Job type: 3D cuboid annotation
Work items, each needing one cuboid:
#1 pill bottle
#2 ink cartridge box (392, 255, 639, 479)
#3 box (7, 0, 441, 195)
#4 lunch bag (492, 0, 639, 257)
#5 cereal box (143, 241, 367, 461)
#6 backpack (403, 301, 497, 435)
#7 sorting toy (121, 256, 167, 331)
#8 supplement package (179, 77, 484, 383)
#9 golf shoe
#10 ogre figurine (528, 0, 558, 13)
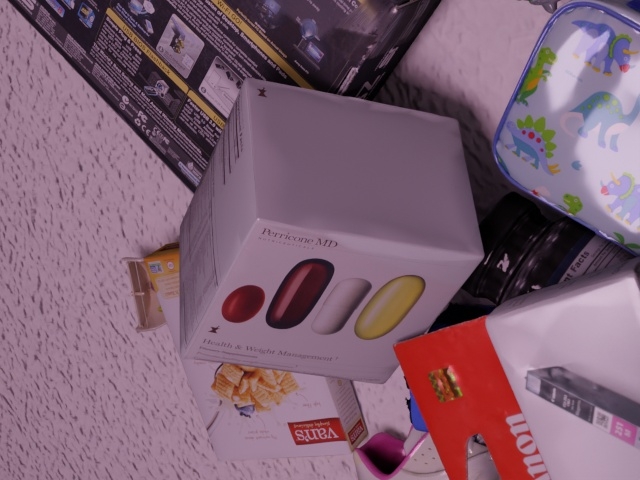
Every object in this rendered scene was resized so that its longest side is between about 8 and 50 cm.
[{"bbox_3d":[0.223,0.056,0.987,0.219,0.123,0.123,35,123,18],"label":"pill bottle"},{"bbox_3d":[0.192,0.176,0.931,0.239,0.060,0.275,-22,92,32],"label":"ink cartridge box"},{"bbox_3d":[-0.117,-0.237,1.092,0.395,0.097,0.318,45,135,11],"label":"box"},{"bbox_3d":[0.258,-0.085,0.930,0.219,0.090,0.176,33,124,19],"label":"lunch bag"},{"bbox_3d":[-0.066,0.109,1.230,0.173,0.047,0.240,-10,106,32],"label":"cereal box"},{"bbox_3d":[0.132,0.116,1.070,0.101,0.120,0.098,2,108,31],"label":"backpack"},{"bbox_3d":[-0.164,0.052,1.292,0.075,0.045,0.083,-1,107,25],"label":"sorting toy"},{"bbox_3d":[0.000,0.000,1.016,0.203,0.194,0.149,120,152,-47],"label":"supplement package"},{"bbox_3d":[0.150,0.213,1.105,0.306,0.115,0.140,-25,89,35],"label":"golf shoe"},{"bbox_3d":[0.166,-0.265,0.925,0.118,0.097,0.197,45,112,33],"label":"ogre figurine"}]
